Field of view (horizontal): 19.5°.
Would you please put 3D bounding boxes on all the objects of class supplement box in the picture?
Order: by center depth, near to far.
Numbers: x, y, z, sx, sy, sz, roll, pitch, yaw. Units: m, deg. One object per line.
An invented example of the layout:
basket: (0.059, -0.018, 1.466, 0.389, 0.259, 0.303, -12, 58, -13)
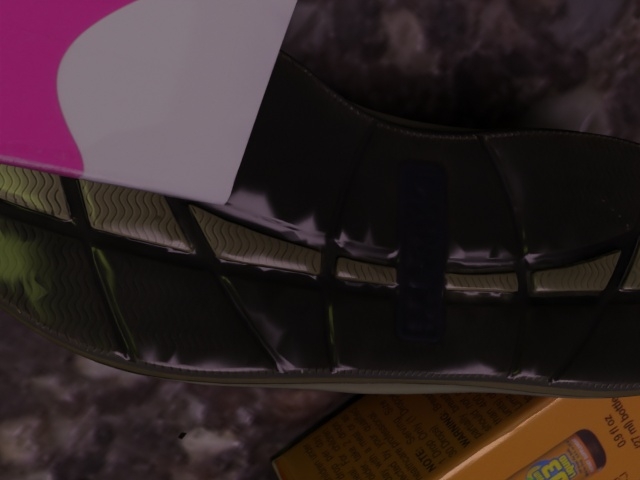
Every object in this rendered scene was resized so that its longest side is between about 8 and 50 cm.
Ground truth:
supplement box: (-0.090, -0.109, 0.481, 0.111, 0.220, 0.114, 11, 112, -29)
supplement box: (0.099, 0.062, 0.747, 0.233, 0.080, 0.078, -36, 124, -5)

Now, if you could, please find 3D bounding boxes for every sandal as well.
sandal: (0.001, 0.002, 0.653, 0.302, 0.086, 0.120, 14, 79, -19)
